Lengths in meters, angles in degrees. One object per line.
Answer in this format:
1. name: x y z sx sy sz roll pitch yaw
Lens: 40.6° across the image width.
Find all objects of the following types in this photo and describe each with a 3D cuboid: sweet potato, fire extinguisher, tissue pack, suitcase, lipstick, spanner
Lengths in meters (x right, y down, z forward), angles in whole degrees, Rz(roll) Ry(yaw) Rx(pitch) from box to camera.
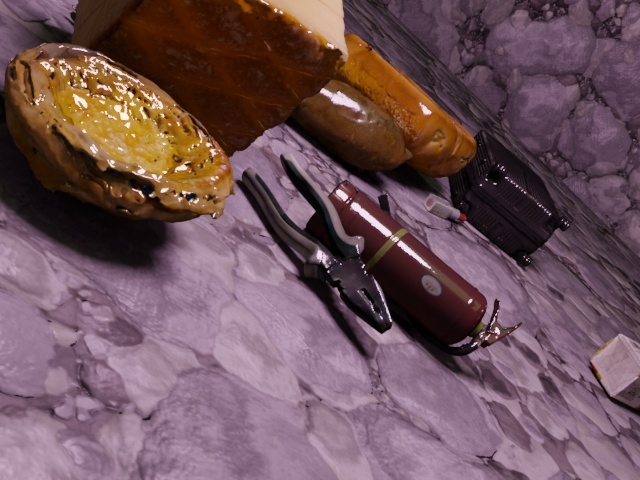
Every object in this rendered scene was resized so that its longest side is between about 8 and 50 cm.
1. sweet potato: -0.002 -0.256 1.608 0.423 0.130 0.130 34 23 -12
2. fire extinguisher: 0.144 0.046 1.282 0.341 0.105 0.141 40 65 2
3. tissue pack: 0.628 0.272 1.723 0.149 0.099 0.106 28 27 -32
4. suitcase: 0.436 -0.114 2.051 0.229 0.152 0.335 39 21 -12
5. lipstick: 0.271 -0.062 1.836 0.129 0.030 0.030 22 29 -43
6. spanner: 0.000 0.000 1.177 0.325 0.096 0.040 53 -20 30

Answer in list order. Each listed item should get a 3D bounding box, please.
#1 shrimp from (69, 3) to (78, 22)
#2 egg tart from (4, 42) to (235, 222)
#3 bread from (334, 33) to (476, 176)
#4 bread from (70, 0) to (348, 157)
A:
1. shrimp: -0.305 -0.273 1.247 0.180 0.041 0.099 48 37 10
2. egg tart: -0.226 -0.100 0.958 0.291 0.107 0.291 31 26 -17
3. bread: 0.154 -0.273 1.833 0.337 0.148 0.328 46 14 21
4. bread: -0.149 -0.284 1.147 0.279 0.279 0.207 24 44 -35
